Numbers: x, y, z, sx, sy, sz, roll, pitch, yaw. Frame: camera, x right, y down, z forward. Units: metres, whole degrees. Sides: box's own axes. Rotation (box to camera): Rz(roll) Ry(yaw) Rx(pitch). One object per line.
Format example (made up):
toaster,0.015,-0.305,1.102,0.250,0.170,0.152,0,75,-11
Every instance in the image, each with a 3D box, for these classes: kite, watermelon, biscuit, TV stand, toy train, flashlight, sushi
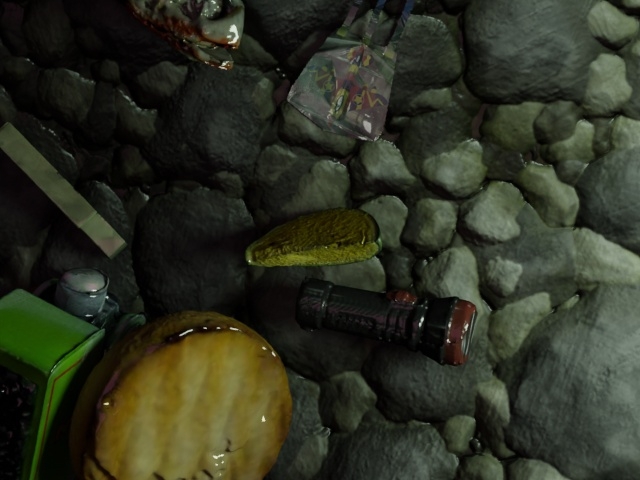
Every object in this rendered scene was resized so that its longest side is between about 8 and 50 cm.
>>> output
kite,0.058,-0.255,1.345,0.141,0.015,0.245,26,98,9
watermelon,0.001,-0.009,1.330,0.181,0.092,0.075,-8,76,21
biscuit,-0.177,0.227,1.300,0.102,0.296,0.296,31,101,53
TV stand,-0.370,-0.071,1.437,0.036,0.042,0.249,-44,84,-10
toy train,-0.357,0.196,1.320,0.173,0.249,0.307,24,118,12
flashlight,0.081,0.096,1.315,0.232,0.093,0.093,13,94,15
sushi,-0.216,-0.361,1.350,0.332,0.124,0.130,39,110,8

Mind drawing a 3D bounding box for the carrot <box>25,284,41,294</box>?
carrot,-0.385,0.080,1.442,0.139,0.048,0.048,-11,89,14
